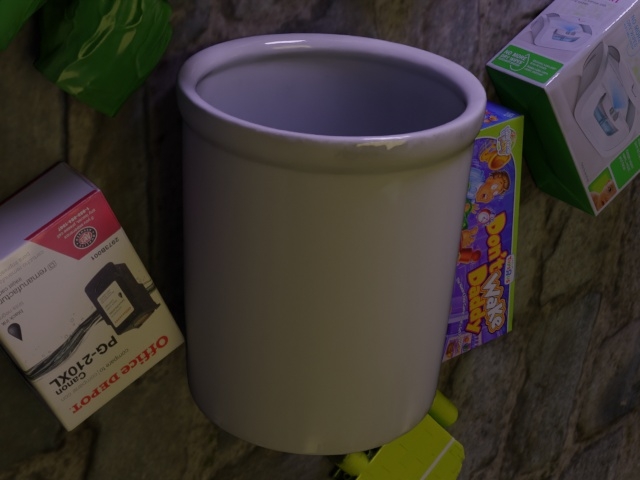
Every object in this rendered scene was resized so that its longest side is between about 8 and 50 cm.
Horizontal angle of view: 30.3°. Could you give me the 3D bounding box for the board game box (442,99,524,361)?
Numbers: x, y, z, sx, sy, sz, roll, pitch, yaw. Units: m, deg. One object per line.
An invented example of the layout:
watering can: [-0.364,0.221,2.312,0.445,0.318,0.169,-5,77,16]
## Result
board game box: [0.164,0.003,1.634,0.233,0.078,0.347,-21,124,-30]

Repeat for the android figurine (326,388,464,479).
android figurine: [0.120,0.337,1.788,0.248,0.056,0.273,-52,134,-6]

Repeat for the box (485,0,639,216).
box: [0.388,-0.213,1.678,0.231,0.127,0.262,-42,131,-12]

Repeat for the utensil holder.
utensil holder: [0.000,0.000,1.332,0.328,0.327,0.385,-15,122,-34]

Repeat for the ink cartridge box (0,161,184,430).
ink cartridge box: [-0.277,0.064,1.287,0.172,0.100,0.237,-38,131,-17]

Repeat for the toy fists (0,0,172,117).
toy fists: [-0.259,-0.240,1.152,0.142,0.096,0.279,-52,136,5]
